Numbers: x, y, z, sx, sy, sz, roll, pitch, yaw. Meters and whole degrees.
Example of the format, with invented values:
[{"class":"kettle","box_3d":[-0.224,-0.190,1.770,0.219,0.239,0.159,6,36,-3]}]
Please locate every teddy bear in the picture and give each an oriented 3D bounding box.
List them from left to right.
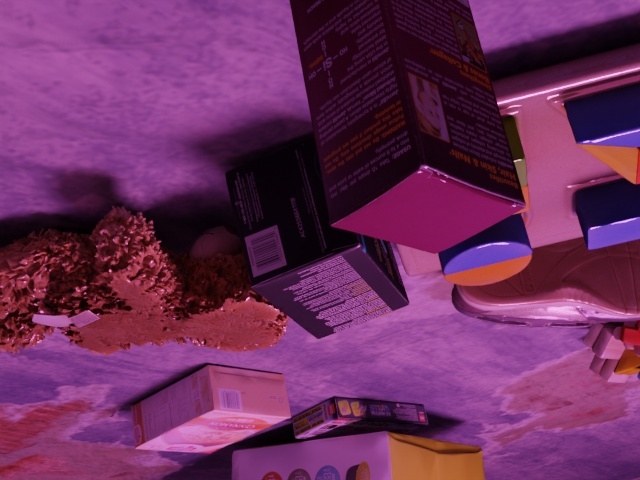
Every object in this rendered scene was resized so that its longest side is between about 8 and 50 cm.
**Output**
[{"class":"teddy bear","box_3d":[-0.200,0.038,0.956,0.337,0.113,0.245,-8,148,12]}]

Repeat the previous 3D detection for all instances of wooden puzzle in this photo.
[{"class":"wooden puzzle","box_3d":[0.219,-0.050,0.928,0.322,0.081,0.348,-14,155,7]}]

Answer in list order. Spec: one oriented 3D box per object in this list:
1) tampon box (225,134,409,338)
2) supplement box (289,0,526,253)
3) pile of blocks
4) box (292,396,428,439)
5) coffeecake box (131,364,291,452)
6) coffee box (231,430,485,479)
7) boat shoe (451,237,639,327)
[{"class":"tampon box","box_3d":[0.000,0.000,0.898,0.101,0.121,0.161,-21,153,11]},{"class":"supplement box","box_3d":[0.052,-0.097,0.643,0.104,0.188,0.080,15,145,-42]},{"class":"pile of blocks","box_3d":[0.491,0.131,1.328,0.112,0.149,0.362,8,150,-33]},{"class":"box","box_3d":[0.068,0.304,1.658,0.207,0.036,0.114,13,146,-39]},{"class":"coffeecake box","box_3d":[-0.159,0.246,1.418,0.142,0.068,0.185,14,146,-43]},{"class":"coffee box","box_3d":[0.078,0.526,1.707,0.334,0.338,0.338,-14,158,33]},{"class":"boat shoe","box_3d":[0.290,0.053,1.155,0.285,0.103,0.092,-1,159,-9]}]
